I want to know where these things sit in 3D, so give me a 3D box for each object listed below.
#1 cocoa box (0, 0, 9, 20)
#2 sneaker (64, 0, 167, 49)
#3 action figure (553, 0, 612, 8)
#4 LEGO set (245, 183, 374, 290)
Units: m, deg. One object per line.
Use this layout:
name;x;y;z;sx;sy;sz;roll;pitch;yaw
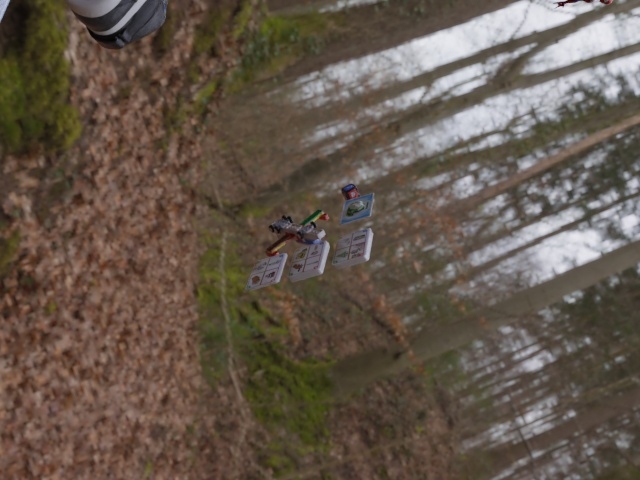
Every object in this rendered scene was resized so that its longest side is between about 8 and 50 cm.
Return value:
cocoa box;-0.508;-0.337;1.109;0.231;0.228;0.347;-29;-138;40
sneaker;-0.162;-0.283;0.877;0.079;0.217;0.121;34;-11;11
action figure;0.304;-0.308;1.123;0.038;0.115;0.030;88;13;-68
LEGO set;0.000;0.000;1.337;0.244;0.182;0.060;-77;147;-59
